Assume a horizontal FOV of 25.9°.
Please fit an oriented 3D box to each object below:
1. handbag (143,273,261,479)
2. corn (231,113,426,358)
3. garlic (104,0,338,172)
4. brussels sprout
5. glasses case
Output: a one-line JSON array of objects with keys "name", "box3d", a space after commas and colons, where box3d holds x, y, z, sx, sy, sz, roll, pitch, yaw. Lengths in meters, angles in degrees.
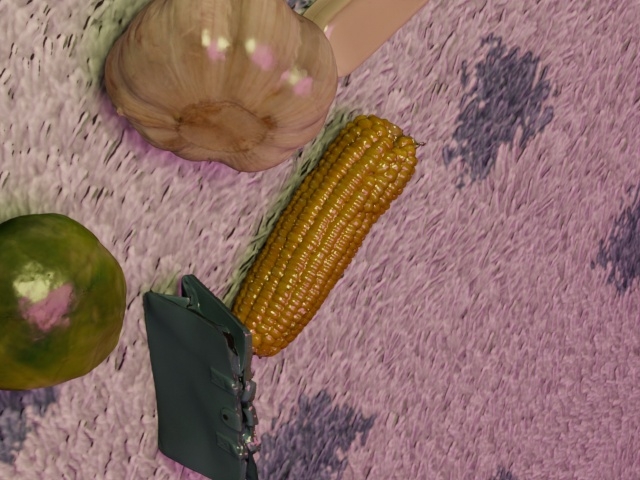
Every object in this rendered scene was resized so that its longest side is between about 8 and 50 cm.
[{"name": "handbag", "box3d": [-0.118, 0.157, 1.474, 0.057, 0.144, 0.221, -24, 127, -34]}, {"name": "corn", "box3d": [-0.003, -0.003, 1.546, 0.313, 0.102, 0.102, -57, 139, -7]}, {"name": "garlic", "box3d": [-0.091, -0.188, 1.328, 0.218, 0.218, 0.212, 51, 35, -47]}, {"name": "brussels sprout", "box3d": [-0.256, 0.054, 1.280, 0.180, 0.143, 0.162, -35, 116, -59]}, {"name": "glasses case", "box3d": [0.056, -0.258, 1.509, 0.196, 0.050, 0.083, -44, 138, -21]}]
